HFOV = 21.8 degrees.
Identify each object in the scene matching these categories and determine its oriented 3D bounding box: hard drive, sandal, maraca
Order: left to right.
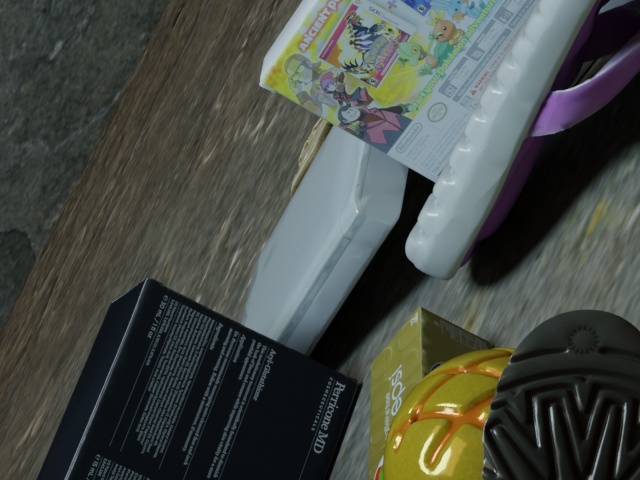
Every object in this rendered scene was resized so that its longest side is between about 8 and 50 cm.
[{"bbox_3d":[0.000,0.000,1.341,0.307,0.040,0.203,122,165,-47],"label":"hard drive"},{"bbox_3d":[0.094,0.103,0.898,0.127,0.099,0.186,-14,18,14],"label":"maraca"},{"bbox_3d":[0.175,-0.119,1.022,0.169,0.102,0.416,-58,-3,-42],"label":"sandal"}]

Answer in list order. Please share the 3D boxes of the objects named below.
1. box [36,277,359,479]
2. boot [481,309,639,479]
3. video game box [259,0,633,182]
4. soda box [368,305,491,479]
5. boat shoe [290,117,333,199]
[{"bbox_3d":[-0.107,0.188,1.208,0.103,0.184,0.261,-31,35,64],"label":"box"},{"bbox_3d":[0.107,0.136,0.668,0.208,0.076,0.190,45,-134,-73],"label":"boot"},{"bbox_3d":[0.088,-0.148,1.146,0.205,0.187,0.048,-53,19,27],"label":"video game box"},{"bbox_3d":[0.068,0.126,1.006,0.061,0.058,0.181,-52,19,32],"label":"soda box"},{"bbox_3d":[0.023,-0.099,1.474,0.170,0.063,0.059,-51,26,35],"label":"boat shoe"}]
